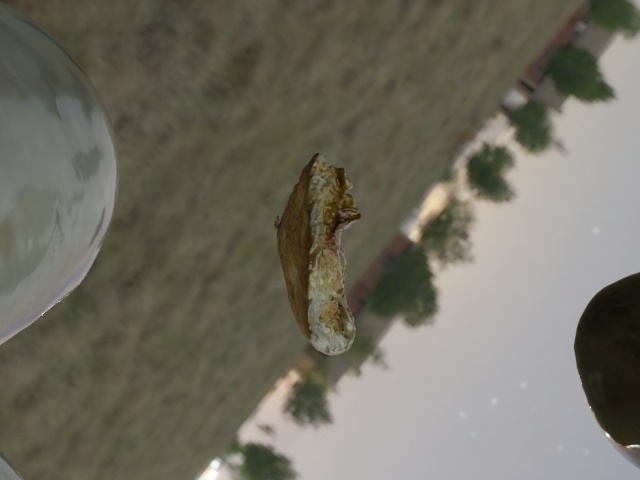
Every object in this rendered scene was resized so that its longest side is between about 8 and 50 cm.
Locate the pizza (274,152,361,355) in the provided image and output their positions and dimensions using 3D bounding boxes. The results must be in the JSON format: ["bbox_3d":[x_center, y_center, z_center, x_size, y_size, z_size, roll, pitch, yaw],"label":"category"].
[{"bbox_3d":[0.000,0.000,1.260,0.182,0.062,0.161,-118,-153,-70],"label":"pizza"}]

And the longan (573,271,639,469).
[{"bbox_3d":[0.385,0.142,1.503,0.248,0.248,0.248,-52,177,-3],"label":"longan"}]

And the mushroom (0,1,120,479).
[{"bbox_3d":[-0.174,0.031,0.469,0.243,0.243,0.243,-52,177,-3],"label":"mushroom"}]
